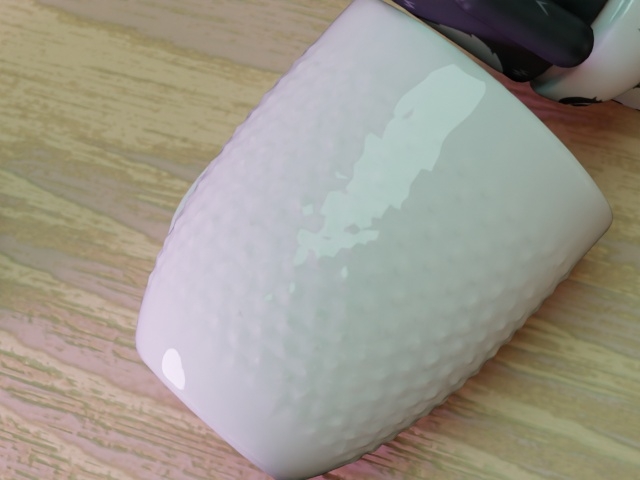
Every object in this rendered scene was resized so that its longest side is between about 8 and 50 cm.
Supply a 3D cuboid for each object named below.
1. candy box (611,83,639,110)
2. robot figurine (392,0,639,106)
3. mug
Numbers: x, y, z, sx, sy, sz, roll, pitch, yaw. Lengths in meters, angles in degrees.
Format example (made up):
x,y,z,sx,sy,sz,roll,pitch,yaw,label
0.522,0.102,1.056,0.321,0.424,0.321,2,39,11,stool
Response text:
x,y,z,sx,sy,sz,roll,pitch,yaw,label
0.223,-0.199,1.385,0.196,0.165,0.070,24,74,21,candy box
0.144,-0.217,1.195,0.278,0.173,0.209,31,69,-12,robot figurine
0.000,0.000,1.316,0.328,0.276,0.374,-48,35,-3,mug
